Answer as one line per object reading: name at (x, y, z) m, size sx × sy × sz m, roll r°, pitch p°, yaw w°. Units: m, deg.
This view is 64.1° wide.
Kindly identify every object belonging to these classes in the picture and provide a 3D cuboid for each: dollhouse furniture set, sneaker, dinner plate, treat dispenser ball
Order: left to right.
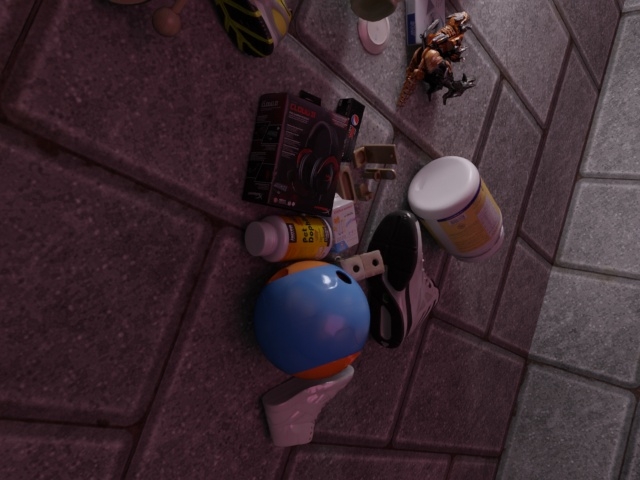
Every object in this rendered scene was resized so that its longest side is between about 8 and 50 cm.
sneaker at (-0.182, -0.590, 1.079) m, size 0.147 × 0.145 × 0.385 m, roll -58°, pitch 142°, yaw -30°
sneaker at (-0.027, 0.465, 1.444) m, size 0.292 × 0.108 × 0.169 m, roll -16°, pitch 111°, yaw -31°
treat dispenser ball at (-0.022, 0.193, 1.260) m, size 0.288 × 0.288 × 0.289 m, roll -10°, pitch 105°, yaw -43°
dollhouse furniture set at (0.107, 0.135, 1.432) m, size 0.128 × 0.129 × 0.184 m, roll -15°, pitch 89°, yaw -24°
dollhouse furniture set at (0.135, -0.180, 1.459) m, size 0.151 × 0.123 × 0.144 m, roll -33°, pitch 119°, yaw -36°
dinner plate at (0.160, -0.615, 1.480) m, size 0.141 × 0.017 × 0.141 m, roll -11°, pitch 107°, yaw -42°
sneaker at (0.279, 0.102, 1.657) m, size 0.257 × 0.169 × 0.448 m, roll -20°, pitch 120°, yaw -50°

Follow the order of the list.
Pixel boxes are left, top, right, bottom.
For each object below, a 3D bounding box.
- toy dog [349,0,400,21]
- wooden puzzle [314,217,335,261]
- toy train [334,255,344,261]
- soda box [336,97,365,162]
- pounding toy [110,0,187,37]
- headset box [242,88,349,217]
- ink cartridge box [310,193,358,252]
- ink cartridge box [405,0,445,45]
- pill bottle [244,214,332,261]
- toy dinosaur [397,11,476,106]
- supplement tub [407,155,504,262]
toy dog at (0.200, -0.816, 1.235) m, size 0.284 × 0.395 × 0.408 m, roll 31°, pitch 82°, yaw -31°
wooden puzzle at (0.000, 0.000, 1.384) m, size 0.079 × 0.116 × 0.014 m, roll 49°, pitch 35°, yaw 11°
toy train at (0.069, 0.134, 1.508) m, size 0.125 × 0.046 × 0.167 m, roll 16°, pitch 87°, yaw -45°
soda box at (0.069, -0.305, 1.421) m, size 0.060 × 0.053 × 0.169 m, roll 18°, pitch 85°, yaw -45°
pounding toy at (-0.322, -0.509, 0.951) m, size 0.236 × 0.110 × 0.183 m, roll 37°, pitch 103°, yaw -6°
headset box at (-0.056, -0.220, 1.274) m, size 0.218 × 0.110 × 0.294 m, roll 11°, pitch 90°, yaw -44°
ink cartridge box at (0.036, -0.051, 1.410) m, size 0.092 × 0.089 × 0.143 m, roll -25°, pitch 115°, yaw -39°
ink cartridge box at (0.352, -0.735, 1.624) m, size 0.223 × 0.045 × 0.224 m, roll -20°, pitch 111°, yaw -41°
pill bottle at (-0.080, -0.005, 1.285) m, size 0.214 × 0.117 × 0.118 m, roll -1°, pitch 99°, yaw -44°
toy dinosaur at (0.354, -0.553, 1.602) m, size 0.321 × 0.164 × 0.218 m, roll -35°, pitch 131°, yaw 17°
supplement tub at (0.464, -0.095, 1.717) m, size 0.331 × 0.241 × 0.241 m, roll 44°, pitch 67°, yaw -40°
